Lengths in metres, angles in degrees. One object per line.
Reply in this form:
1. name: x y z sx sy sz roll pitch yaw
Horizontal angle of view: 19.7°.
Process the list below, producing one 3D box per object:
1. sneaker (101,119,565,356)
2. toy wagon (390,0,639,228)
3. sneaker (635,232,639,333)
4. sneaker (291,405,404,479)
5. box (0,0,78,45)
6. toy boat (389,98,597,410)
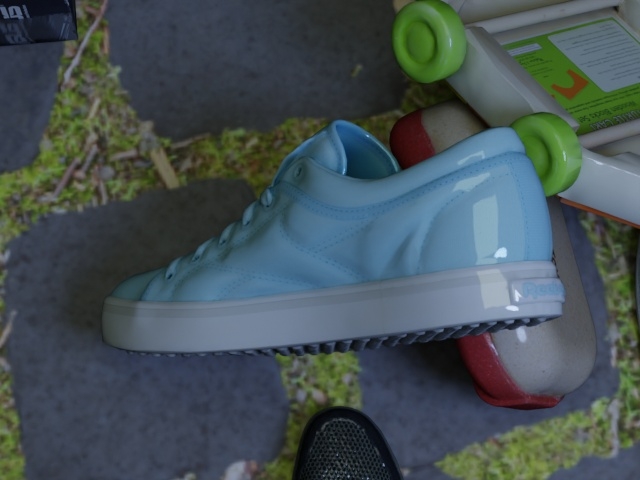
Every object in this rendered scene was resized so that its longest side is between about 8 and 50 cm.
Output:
1. sneaker: 0.000 0.000 1.242 0.366 0.135 0.150 -8 81 34
2. toy wagon: 0.217 -0.092 1.289 0.267 0.068 0.344 -17 57 -41
3. sneaker: 0.323 0.083 1.313 0.147 0.104 0.295 -3 65 -17
4. sneaker: 0.021 0.217 1.251 0.087 0.130 0.227 3 72 -1
5. box: -0.240 -0.380 1.324 0.097 0.318 0.394 -5 75 -1
6. toy boat: 0.095 0.018 1.319 0.151 0.151 0.231 -21 73 24
